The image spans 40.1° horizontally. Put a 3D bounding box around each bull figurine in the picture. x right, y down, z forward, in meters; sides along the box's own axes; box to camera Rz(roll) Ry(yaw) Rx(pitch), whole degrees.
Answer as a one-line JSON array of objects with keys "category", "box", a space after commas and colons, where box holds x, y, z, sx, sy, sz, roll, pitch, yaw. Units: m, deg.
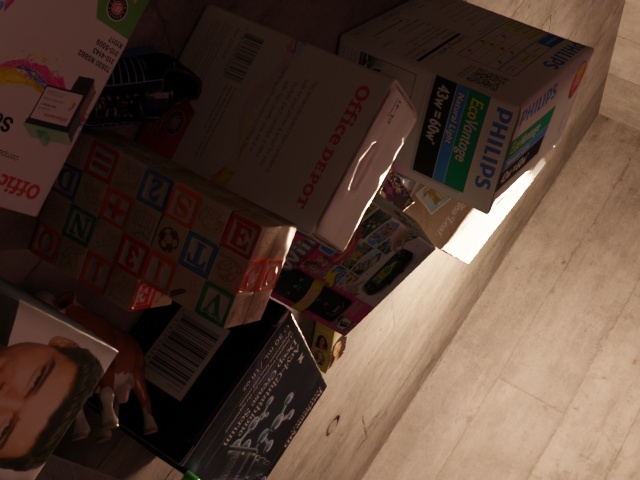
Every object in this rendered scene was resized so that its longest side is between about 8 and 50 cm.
[{"category": "bull figurine", "box": [-0.312, 0.176, 1.203, 0.310, 0.101, 0.188, 51, 24, -73]}]

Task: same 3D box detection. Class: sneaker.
[{"category": "sneaker", "box": [-0.239, -0.176, 1.044, 0.232, 0.090, 0.081, -36, 146, -48]}]

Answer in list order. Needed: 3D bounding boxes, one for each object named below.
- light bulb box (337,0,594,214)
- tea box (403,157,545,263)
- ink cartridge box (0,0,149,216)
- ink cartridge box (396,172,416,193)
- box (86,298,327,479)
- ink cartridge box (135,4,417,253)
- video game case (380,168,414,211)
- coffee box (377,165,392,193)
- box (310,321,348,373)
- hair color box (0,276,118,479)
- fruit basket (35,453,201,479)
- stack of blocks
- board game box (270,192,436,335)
[{"category": "light bulb box", "box": [0.260, -0.279, 1.656, 0.358, 0.361, 0.225, -38, 148, -44]}, {"category": "tea box", "box": [0.339, -0.148, 2.101, 0.329, 0.220, 0.323, -54, 159, 6]}, {"category": "ink cartridge box", "box": [-0.312, -0.180, 0.845, 0.278, 0.117, 0.201, -62, 158, 1]}, {"category": "ink cartridge box", "box": [0.080, -0.024, 1.830, 0.289, 0.121, 0.211, -66, 169, 9]}, {"category": "box", "box": [-0.178, 0.263, 1.526, 0.293, 0.212, 0.395, -55, 158, -17]}, {"category": "ink cartridge box", "box": [-0.061, -0.150, 1.176, 0.226, 0.306, 0.131, -61, 158, -1]}, {"category": "video game case", "box": [0.030, -0.095, 1.557, 0.210, 0.042, 0.232, -40, 115, -11]}, {"category": "coffee box", "box": [-0.022, -0.116, 1.429, 0.246, 0.098, 0.141, 24, 93, -36]}, {"category": "box", "box": [0.030, 0.208, 2.116, 0.087, 0.058, 0.232, -39, 148, -44]}, {"category": "hair color box", "box": [-0.364, 0.115, 0.843, 0.185, 0.113, 0.374, -58, 158, -11]}, {"category": "fruit basket", "box": [-0.278, 0.432, 1.329, 0.165, 0.353, 0.327, -55, 158, -39]}, {"category": "stack of blocks", "box": [-0.196, -0.002, 1.064, 0.087, 0.297, 0.171, -7, 121, -64]}, {"category": "board game box", "box": [0.000, 0.000, 1.376, 0.224, 0.097, 0.303, -46, 129, 15]}]
